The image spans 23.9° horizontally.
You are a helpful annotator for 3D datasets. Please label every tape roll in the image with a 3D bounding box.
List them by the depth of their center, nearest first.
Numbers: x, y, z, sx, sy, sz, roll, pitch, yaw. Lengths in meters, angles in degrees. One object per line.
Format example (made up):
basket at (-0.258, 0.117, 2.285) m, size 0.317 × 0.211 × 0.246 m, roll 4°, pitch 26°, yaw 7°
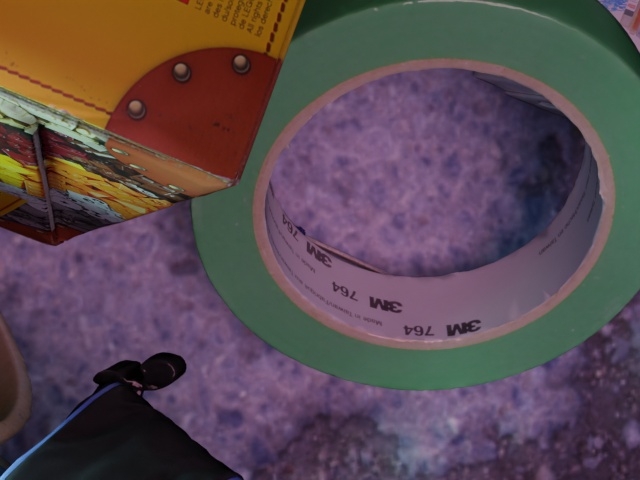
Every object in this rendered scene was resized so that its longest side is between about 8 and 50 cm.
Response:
tape roll at (0.074, -0.040, 1.023) m, size 0.321 × 0.077 × 0.321 m, roll 0°, pitch 127°, yaw 0°

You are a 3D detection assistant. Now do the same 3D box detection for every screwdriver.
screwdriver at (0.000, 0.000, 1.118) m, size 0.170 × 0.024 × 0.025 m, roll 20°, pitch 121°, yaw -19°

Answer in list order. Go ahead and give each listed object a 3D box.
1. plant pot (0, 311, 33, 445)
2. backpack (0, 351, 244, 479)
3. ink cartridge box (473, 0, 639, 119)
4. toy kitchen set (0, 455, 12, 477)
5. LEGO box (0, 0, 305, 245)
plant pot at (-0.399, 0.090, 0.890) m, size 0.305 × 0.334 × 0.334 m, roll -42°, pitch 107°, yaw 6°
backpack at (-0.139, 0.247, 0.870) m, size 0.276 × 0.263 × 0.213 m, roll -36°, pitch 66°, yaw -28°
ink cartridge box at (0.216, -0.171, 1.096) m, size 0.127 × 0.128 × 0.176 m, roll 22°, pitch 93°, yaw -18°
toy kitchen set at (-0.265, 0.243, 0.978) m, size 0.122 × 0.166 × 0.207 m, roll 42°, pitch 86°, yaw -17°
LEGO box at (-0.101, -0.269, 0.813) m, size 0.193 × 0.372 × 0.500 m, roll 23°, pitch 78°, yaw -18°
